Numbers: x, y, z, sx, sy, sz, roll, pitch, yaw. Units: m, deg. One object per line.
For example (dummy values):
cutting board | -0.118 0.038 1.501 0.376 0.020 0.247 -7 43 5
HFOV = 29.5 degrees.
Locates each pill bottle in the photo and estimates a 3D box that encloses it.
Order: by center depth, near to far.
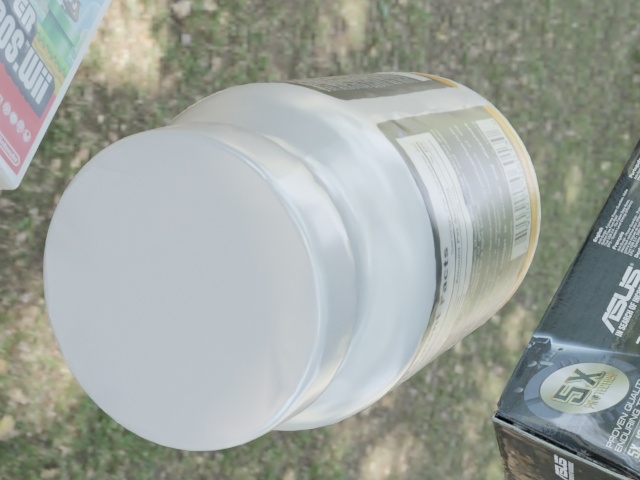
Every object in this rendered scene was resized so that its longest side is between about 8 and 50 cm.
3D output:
pill bottle | 0.000 0.000 0.603 0.278 0.162 0.162 -20 113 -63

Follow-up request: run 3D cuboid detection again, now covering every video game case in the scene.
video game case | -0.223 -0.209 0.889 0.204 0.025 0.285 64 35 -49

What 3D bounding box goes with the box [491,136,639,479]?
box | 0.162 0.053 0.599 0.180 0.077 0.147 -58 156 -19
